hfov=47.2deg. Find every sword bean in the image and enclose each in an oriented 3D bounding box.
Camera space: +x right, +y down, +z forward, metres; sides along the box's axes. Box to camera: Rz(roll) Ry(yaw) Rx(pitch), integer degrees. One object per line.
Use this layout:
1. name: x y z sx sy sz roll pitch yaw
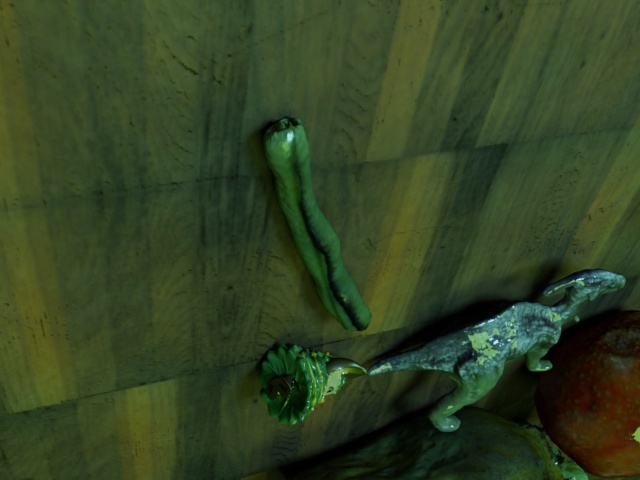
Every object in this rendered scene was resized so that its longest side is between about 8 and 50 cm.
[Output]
1. sword bean: 0.000 0.000 0.625 0.043 0.038 0.269 -20 139 1

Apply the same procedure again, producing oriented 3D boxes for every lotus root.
1. lotus root: 0.129 0.344 0.912 0.346 0.250 0.250 -22 141 -5

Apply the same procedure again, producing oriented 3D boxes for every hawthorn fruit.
1. hawthorn fruit: 0.376 0.211 0.950 0.205 0.205 0.253 12 135 -38

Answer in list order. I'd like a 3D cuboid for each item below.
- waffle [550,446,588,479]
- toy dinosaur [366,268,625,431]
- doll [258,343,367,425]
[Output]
1. waffle: 0.243 0.413 1.039 0.317 0.297 0.073 -38 116 4
2. toy dinosaur: 0.205 0.115 0.837 0.294 0.077 0.162 -33 140 1
3. doll: -0.011 0.133 0.763 0.078 0.077 0.113 -26 179 40
